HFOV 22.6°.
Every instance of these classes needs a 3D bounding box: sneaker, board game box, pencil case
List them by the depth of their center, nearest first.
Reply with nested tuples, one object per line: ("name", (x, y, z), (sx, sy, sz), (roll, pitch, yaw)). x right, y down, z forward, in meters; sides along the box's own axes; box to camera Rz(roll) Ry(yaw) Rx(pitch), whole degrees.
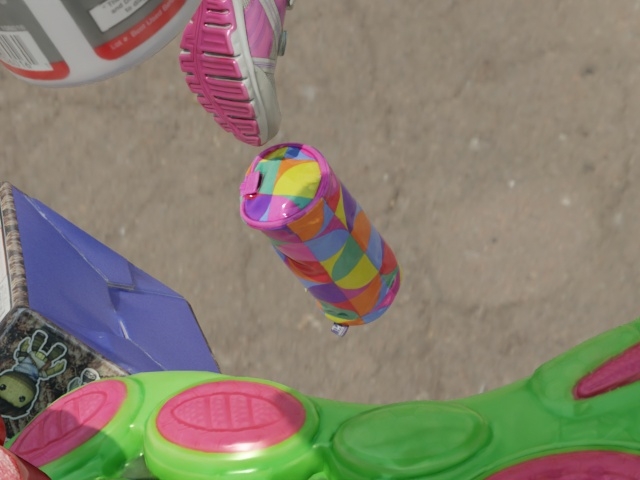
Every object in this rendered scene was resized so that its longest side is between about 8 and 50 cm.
("sneaker", (0.048, 0.153, 0.652), (0.482, 0.202, 0.185), (-8, 42, 9))
("board game box", (-0.192, 0.146, 0.858), (0.141, 0.232, 0.291), (35, 97, -20))
("sneaker", (-0.063, -0.206, 1.429), (0.111, 0.252, 0.103), (-27, 33, -30))
("pencil case", (0.000, 0.000, 1.557), (0.104, 0.236, 0.104), (-10, 57, 16))

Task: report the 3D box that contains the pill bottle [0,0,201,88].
("pill bottle", (-0.190, -0.239, 0.951), (0.161, 0.283, 0.161), (-14, 48, 16))

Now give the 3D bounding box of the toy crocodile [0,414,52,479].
("toy crocodile", (-0.138, 0.069, 0.488), (0.105, 0.115, 0.340), (-44, 70, -9))
